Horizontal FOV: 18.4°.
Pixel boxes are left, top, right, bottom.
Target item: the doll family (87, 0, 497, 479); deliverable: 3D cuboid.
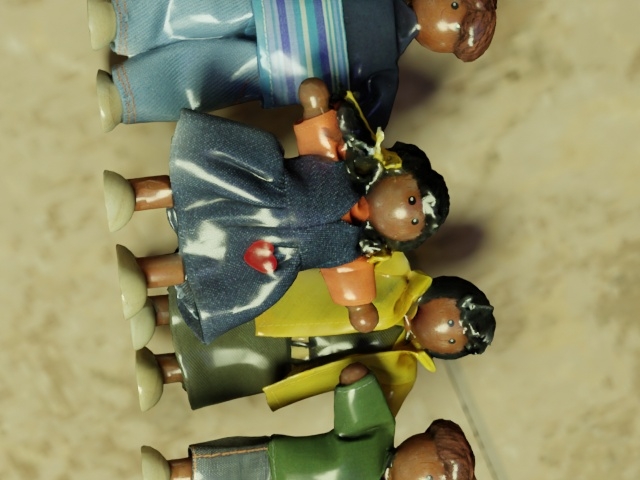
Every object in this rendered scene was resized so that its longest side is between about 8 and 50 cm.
[{"bbox_3d":[0.000,0.000,0.545,0.111,0.076,0.193,-7,118,-2],"label":"doll family"}]
